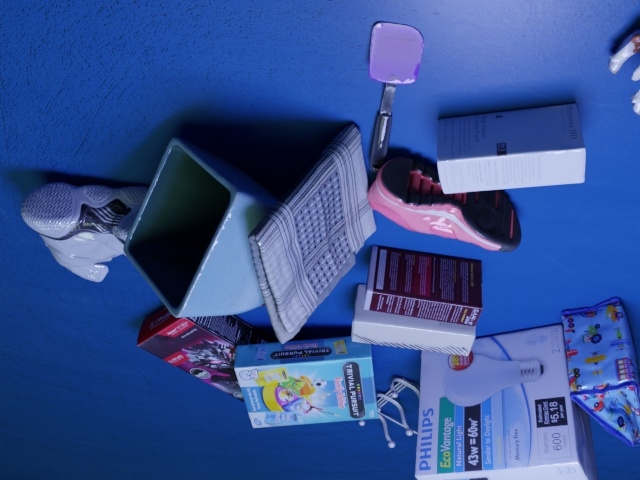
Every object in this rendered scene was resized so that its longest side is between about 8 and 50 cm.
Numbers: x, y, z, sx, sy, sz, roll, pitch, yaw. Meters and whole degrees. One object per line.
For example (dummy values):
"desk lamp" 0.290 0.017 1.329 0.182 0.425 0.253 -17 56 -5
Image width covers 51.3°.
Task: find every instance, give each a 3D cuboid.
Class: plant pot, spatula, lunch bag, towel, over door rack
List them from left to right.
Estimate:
"plant pot" -0.171 -0.008 1.250 0.252 0.248 0.247 15 108 -45
"towel" 0.000 0.000 1.230 0.056 0.312 0.324 23 147 25
"spatula" 0.114 -0.229 1.135 0.084 0.030 0.296 6 139 1
"over door rack" 0.297 0.521 1.910 0.324 0.108 0.239 21 139 -12
"lunch bag" 0.669 0.308 1.495 0.138 0.221 0.293 -21 130 32

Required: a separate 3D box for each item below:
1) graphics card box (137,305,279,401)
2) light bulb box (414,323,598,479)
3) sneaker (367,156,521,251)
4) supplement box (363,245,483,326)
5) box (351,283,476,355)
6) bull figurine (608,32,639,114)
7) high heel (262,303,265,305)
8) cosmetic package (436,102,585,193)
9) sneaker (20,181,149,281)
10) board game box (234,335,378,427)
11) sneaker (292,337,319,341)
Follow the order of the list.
"graphics card box" -0.270 0.291 1.774 0.371 0.094 0.233 35 133 -28
"light bulb box" 0.434 0.427 1.578 0.361 0.358 0.225 -15 131 26
"sneaker" 0.234 -0.059 1.274 0.314 0.116 0.136 22 155 -12
"supplement box" 0.218 0.095 1.414 0.239 0.130 0.073 9 139 4
"box" 0.213 0.183 1.533 0.275 0.113 0.094 7 141 6
"bull figurine" 0.583 -0.231 0.980 0.310 0.101 0.188 31 137 -24
"high heel" -0.185 0.073 1.489 0.186 0.093 0.261 13 157 6
"cosmetic package" 0.316 -0.153 1.116 0.231 0.117 0.085 -6 138 17
"sneaker" -0.433 -0.011 1.433 0.366 0.137 0.210 7 147 -1
"board game box" -0.029 0.364 1.700 0.336 0.079 0.253 -5 130 5
"sneaker" 0.002 0.298 1.745 0.178 0.072 0.077 7 129 -5
